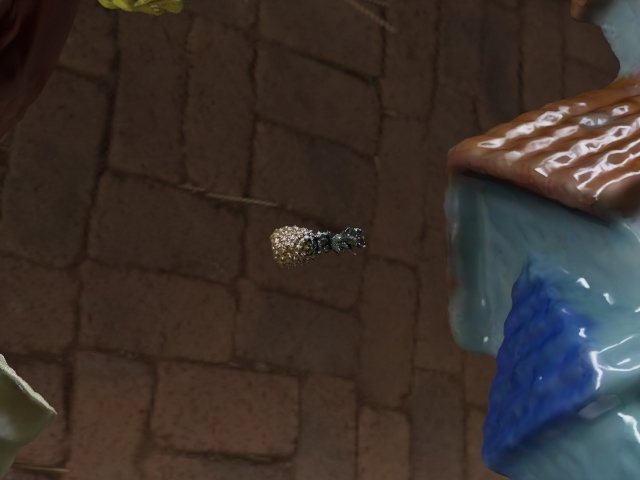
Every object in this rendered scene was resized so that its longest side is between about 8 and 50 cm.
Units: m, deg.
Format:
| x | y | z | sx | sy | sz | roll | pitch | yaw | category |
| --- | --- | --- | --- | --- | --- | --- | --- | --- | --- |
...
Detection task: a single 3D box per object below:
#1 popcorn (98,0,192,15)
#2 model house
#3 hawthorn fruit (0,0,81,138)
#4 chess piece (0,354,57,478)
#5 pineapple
| x | y | z | sx | sy | sz | roll | pitch | yaw | category |
| --- | --- | --- | --- | --- | --- | --- | --- | --- | --- |
| -0.184 | -0.354 | 1.158 | 0.215 | 0.286 | 0.252 | 5 | 82 | -20 | popcorn |
| 0.175 | 0.005 | 0.596 | 0.295 | 0.252 | 0.329 | -25 | 79 | -27 | model house |
| -0.159 | -0.111 | 0.331 | 0.266 | 0.210 | 0.230 | -32 | 75 | -39 | hawthorn fruit |
| -0.461 | 0.245 | 1.016 | 0.442 | 0.234 | 0.234 | -49 | 117 | -13 | chess piece |
| 0.000 | 0.000 | 1.445 | 0.058 | 0.124 | 0.058 | -13 | 90 | -68 | pineapple |
